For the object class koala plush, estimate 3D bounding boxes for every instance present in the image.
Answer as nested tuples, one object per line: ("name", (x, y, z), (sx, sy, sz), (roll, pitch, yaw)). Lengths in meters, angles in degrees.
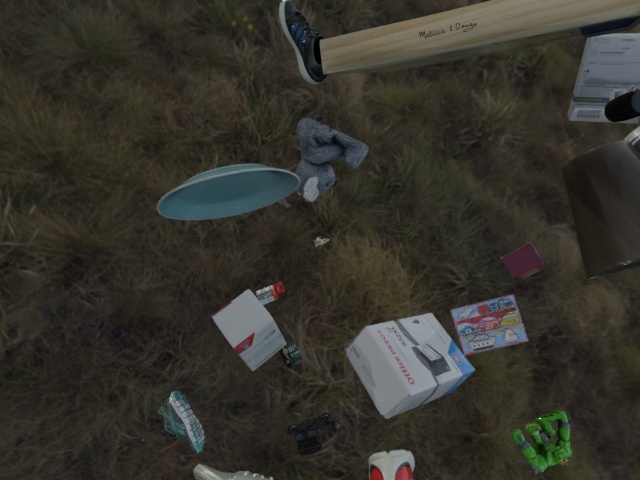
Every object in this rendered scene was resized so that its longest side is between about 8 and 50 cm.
("koala plush", (-0.010, -0.224, 1.298), (0.203, 0.196, 0.222), (21, 102, -21))

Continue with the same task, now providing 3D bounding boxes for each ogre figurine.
("ogre figurine", (0.615, 0.548, 1.197), (0.196, 0.096, 0.118), (-5, 74, -42))

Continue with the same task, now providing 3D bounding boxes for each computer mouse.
("computer mouse", (-0.017, 0.692, 1.601), (0.183, 0.262, 0.060), (-17, 45, -2))

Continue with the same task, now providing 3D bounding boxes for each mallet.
("mallet", (0.520, -0.242, 0.647), (0.189, 0.062, 0.039), (-34, 94, 7))

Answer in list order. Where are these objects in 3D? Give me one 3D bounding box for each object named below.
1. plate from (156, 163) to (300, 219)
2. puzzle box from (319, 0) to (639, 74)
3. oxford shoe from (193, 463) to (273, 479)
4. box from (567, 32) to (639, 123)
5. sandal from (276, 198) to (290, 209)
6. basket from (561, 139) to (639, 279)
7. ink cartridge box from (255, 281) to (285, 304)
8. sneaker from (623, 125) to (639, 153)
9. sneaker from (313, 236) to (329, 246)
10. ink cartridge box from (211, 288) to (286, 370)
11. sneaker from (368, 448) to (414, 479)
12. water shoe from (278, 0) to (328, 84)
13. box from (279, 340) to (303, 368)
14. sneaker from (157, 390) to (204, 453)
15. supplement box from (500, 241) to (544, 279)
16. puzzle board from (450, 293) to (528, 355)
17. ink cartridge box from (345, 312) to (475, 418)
("plate", (-0.119, -0.065, 0.577), (0.188, 0.188, 0.024), (-11, 80, -26))
("puzzle box", (0.238, -0.309, 0.660), (0.272, 0.408, 0.052), (-34, 120, -55))
("oxford shoe", (-0.217, 0.841, 1.458), (0.448, 0.169, 0.130), (15, 44, 18))
("box", (0.656, -0.361, 0.986), (0.145, 0.186, 0.038), (6, 34, 16))
("sandal", (-0.200, -0.217, 1.909), (0.219, 0.060, 0.090), (44, 20, 26))
("basket", (0.579, -0.063, 0.856), (0.154, 0.204, 0.227), (8, 61, -51))
("ink cartridge box", (-0.203, 0.219, 1.809), (0.115, 0.063, 0.029), (-20, 39, -8))
("sneaker", (0.821, -0.261, 0.912), (0.126, 0.321, 0.128), (11, 46, -39))
("sneaker", (0.000, 0.000, 1.733), (0.031, 0.083, 0.037), (-23, 92, -40))
("ink cartridge box", (-0.194, 0.253, 1.228), (0.128, 0.176, 0.127), (-36, 56, -16))
("sneaker", (0.133, 0.498, 0.815), (0.107, 0.279, 0.118), (-8, 38, 10))
("water shoe", (-0.026, -0.474, 1.031), (0.072, 0.080, 0.203), (-31, 102, -46))
("box", (-0.116, 0.450, 1.729), (0.052, 0.062, 0.083), (-17, 76, -41))
("sneaker", (-0.362, 0.480, 1.140), (0.076, 0.065, 0.167), (-36, 72, 3))
("supplement box", (0.664, 0.074, 1.438), (0.188, 0.104, 0.081), (14, 47, -61))
("puzzle board", (0.341, 0.172, 0.893), (0.128, 0.011, 0.097), (-18, 81, 18))
("ink cartridge box", (0.262, 0.350, 1.281), (0.307, 0.129, 0.223), (-2, 46, -40))
